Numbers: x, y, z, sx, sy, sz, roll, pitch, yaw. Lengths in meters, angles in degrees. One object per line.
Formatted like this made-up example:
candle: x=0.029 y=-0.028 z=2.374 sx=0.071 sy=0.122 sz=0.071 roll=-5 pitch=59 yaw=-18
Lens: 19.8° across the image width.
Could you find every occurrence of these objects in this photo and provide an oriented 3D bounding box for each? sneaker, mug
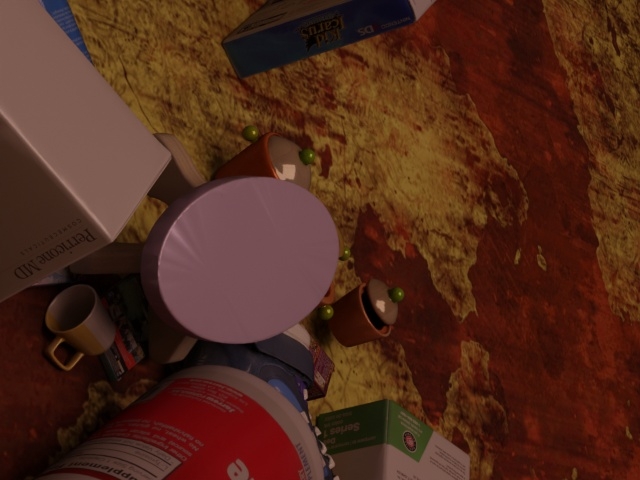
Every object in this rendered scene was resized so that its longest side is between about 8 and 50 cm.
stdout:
sneaker: x=-0.035 y=0.207 z=2.137 sx=0.323 sy=0.130 sz=0.236 roll=52 pitch=42 yaw=-24
mug: x=-0.253 y=0.093 z=1.923 sx=0.064 sy=0.078 sz=0.062 roll=55 pitch=3 yaw=-44

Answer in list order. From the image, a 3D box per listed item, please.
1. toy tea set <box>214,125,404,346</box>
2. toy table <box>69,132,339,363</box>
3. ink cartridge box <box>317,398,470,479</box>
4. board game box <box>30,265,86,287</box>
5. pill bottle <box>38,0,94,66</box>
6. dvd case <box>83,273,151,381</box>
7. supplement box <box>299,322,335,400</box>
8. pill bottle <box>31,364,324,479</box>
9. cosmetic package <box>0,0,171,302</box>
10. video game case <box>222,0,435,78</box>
toy tea set: x=0.000 y=0.000 z=2.258 sx=0.336 sy=0.124 sz=0.200 roll=35 pitch=35 yaw=-47
toy table: x=-0.127 y=0.013 z=1.963 sx=0.274 sy=0.160 sz=0.252 roll=10 pitch=87 yaw=-48
ink cartridge box: x=0.087 y=0.368 z=2.275 sx=0.201 sy=0.117 sz=0.278 roll=38 pitch=46 yaw=-44
board game box: x=-0.289 y=0.003 z=1.926 sx=0.090 sy=0.020 sz=0.090 roll=-6 pitch=82 yaw=-58
pill bottle: x=-0.297 y=-0.174 z=1.889 sx=0.124 sy=0.124 sz=0.222 roll=-39 pitch=109 yaw=-57
dvd case: x=-0.214 y=0.092 z=2.015 sx=0.119 sy=0.013 sz=0.087 roll=-42 pitch=113 yaw=-55
supplement box: x=-0.025 y=0.151 z=2.262 sx=0.083 sy=0.043 sz=0.055 roll=53 pitch=35 yaw=-30
pill bottle: x=-0.178 y=0.297 z=1.776 sx=0.407 sy=0.229 sz=0.229 roll=-37 pitch=109 yaw=-57
cosmetic package: x=-0.338 y=-0.138 z=1.688 sx=0.365 sy=0.197 sz=0.155 roll=50 pitch=37 yaw=-17
video game case: x=0.042 y=-0.311 z=2.352 sx=0.061 sy=0.269 sz=0.244 roll=64 pitch=33 yaw=-18
